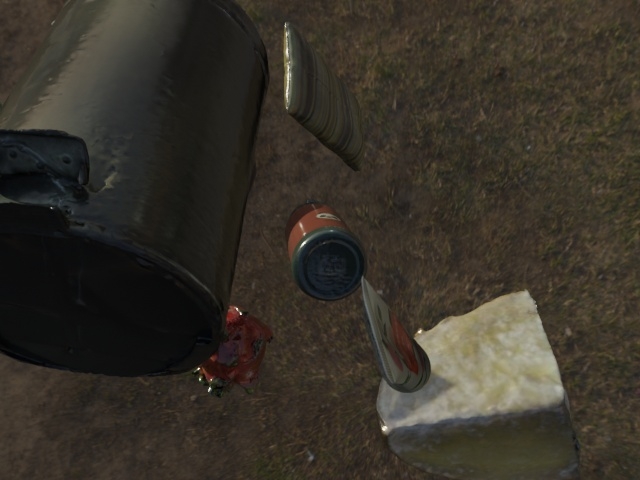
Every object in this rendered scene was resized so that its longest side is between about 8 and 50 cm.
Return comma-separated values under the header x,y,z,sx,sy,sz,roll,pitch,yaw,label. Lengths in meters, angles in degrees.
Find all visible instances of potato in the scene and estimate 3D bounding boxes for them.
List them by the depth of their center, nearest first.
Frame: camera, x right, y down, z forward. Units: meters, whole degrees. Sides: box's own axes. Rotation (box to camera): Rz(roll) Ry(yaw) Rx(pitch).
x,y,z,sx,sy,sz,roll,pitch,yaw,label
0.214,0.224,0.820,0.264,0.189,0.211,-12,40,5,potato

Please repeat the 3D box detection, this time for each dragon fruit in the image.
x,y,z,sx,sy,sz,roll,pitch,yaw,label
-0.223,0.265,1.301,0.198,0.200,0.269,39,110,26,dragon fruit

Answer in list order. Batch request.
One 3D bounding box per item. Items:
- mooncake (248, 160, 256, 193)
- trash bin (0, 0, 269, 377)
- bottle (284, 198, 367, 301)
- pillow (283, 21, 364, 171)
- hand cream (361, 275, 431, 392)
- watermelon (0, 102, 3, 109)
x,y,z,sx,sy,sz,roll,pitch,yaw,label
-0.266,-0.131,1.267,0.245,0.245,0.133,-45,67,-5,mooncake
-0.154,-0.059,0.469,0.203,0.252,0.302,-1,49,3,trash bin
0.000,0.000,1.203,0.144,0.336,0.144,-2,108,-6,bottle
0.009,-0.166,0.699,0.038,0.203,0.113,-9,76,24,pillow
0.066,0.099,0.505,0.050,0.234,0.080,-18,67,8,hand cream
-0.545,-0.177,0.819,0.250,0.283,0.293,-3,92,-3,watermelon
